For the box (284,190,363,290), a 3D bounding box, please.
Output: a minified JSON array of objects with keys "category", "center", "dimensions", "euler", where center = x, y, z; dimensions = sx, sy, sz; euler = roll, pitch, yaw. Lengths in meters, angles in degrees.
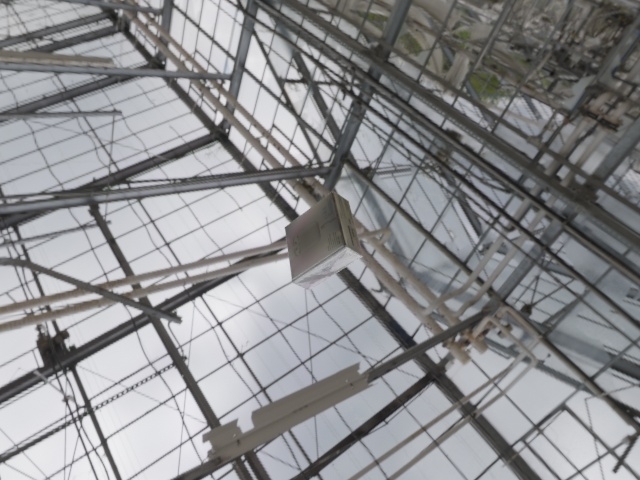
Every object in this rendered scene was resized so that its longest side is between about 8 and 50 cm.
[{"category":"box","center":[0.000,0.000,0.821],"dimensions":[0.051,0.129,0.130],"euler":[29,-143,-39]}]
